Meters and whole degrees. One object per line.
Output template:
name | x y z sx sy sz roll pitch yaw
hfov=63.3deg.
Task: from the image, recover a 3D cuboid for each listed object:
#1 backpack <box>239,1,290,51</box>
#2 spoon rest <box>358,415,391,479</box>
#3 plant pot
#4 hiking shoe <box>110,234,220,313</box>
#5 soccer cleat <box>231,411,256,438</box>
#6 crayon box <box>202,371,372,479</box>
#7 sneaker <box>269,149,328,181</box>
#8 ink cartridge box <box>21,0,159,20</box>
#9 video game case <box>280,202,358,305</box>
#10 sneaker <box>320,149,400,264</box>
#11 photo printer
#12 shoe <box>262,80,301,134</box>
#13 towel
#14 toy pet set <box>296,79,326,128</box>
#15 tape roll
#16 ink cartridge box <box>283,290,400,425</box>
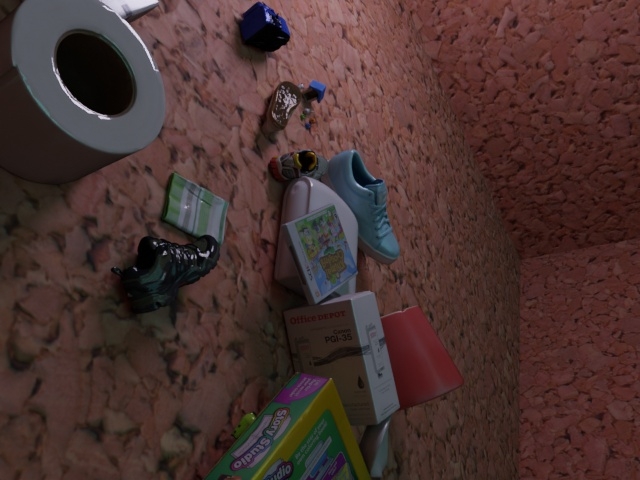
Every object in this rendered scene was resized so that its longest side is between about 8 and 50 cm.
backpack | -0.140 -0.564 1.374 0.120 0.098 0.101 5 70 -56
spoon rest | 0.126 0.508 1.228 0.276 0.084 0.137 101 15 -50
plant pot | 0.231 0.329 1.464 0.275 0.275 0.243 3 64 -57
hiking shoe | -0.270 0.031 0.944 0.227 0.086 0.114 -50 123 -51
soccer cleat | -0.123 0.427 1.054 0.072 0.060 0.178 -41 119 -28
crayon box | -0.062 0.494 0.988 0.363 0.106 0.313 -42 119 -44
sneaker | -0.035 -0.198 1.394 0.225 0.093 0.088 -19 94 -59
ink cartridge box | -0.411 -0.448 0.909 0.158 0.092 0.218 60 37 -23
video game case | 0.004 0.026 1.232 0.212 0.023 0.193 -29 101 -54
sneaker | 0.142 -0.098 1.512 0.366 0.150 0.135 55 45 -6
photo printer | 0.000 0.000 1.357 0.256 0.107 0.307 37 49 -45
shoe | -0.108 -0.357 1.390 0.077 0.058 0.219 37 41 -18
towel | -0.252 -0.062 1.068 0.152 0.023 0.113 32 51 -48
toy pet set | -0.023 -0.414 1.525 0.122 0.065 0.114 59 36 -25
tape roll | -0.385 -0.224 0.787 0.246 0.169 0.246 27 57 -50
ink cartridge box | 0.044 0.278 1.221 0.117 0.207 0.282 -6 82 -56
